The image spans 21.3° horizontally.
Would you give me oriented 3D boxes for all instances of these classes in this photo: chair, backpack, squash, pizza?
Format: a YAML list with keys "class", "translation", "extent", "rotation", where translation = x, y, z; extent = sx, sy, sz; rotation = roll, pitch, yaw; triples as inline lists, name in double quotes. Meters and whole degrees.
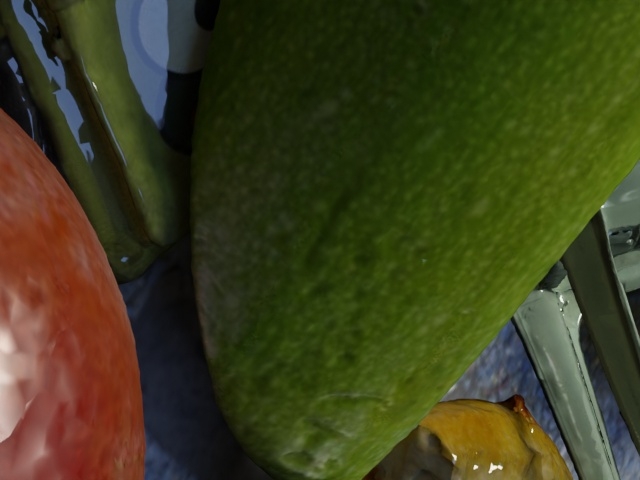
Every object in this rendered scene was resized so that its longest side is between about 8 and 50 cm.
- class: "chair"
  translation: [0.178, -0.021, 0.846]
  extent: [0.203, 0.274, 0.190]
  rotation: [-24, 160, 2]
- class: "backpack"
  translation: [-0.087, -0.124, 0.627]
  extent: [0.207, 0.140, 0.253]
  rotation: [-44, 125, -34]
- class: "squash"
  translation: [0.006, -0.067, 0.615]
  extent: [0.111, 0.203, 0.288]
  rotation: [1, 135, -52]
- class: "pizza"
  translation: [0.031, 0.177, 0.871]
  extent: [0.226, 0.086, 0.335]
  rotation: [-30, 152, -7]

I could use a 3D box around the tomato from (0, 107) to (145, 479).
- class: "tomato"
  translation: [-0.174, 0.061, 0.481]
  extent: [0.265, 0.265, 0.264]
  rotation: [-19, 115, -47]
